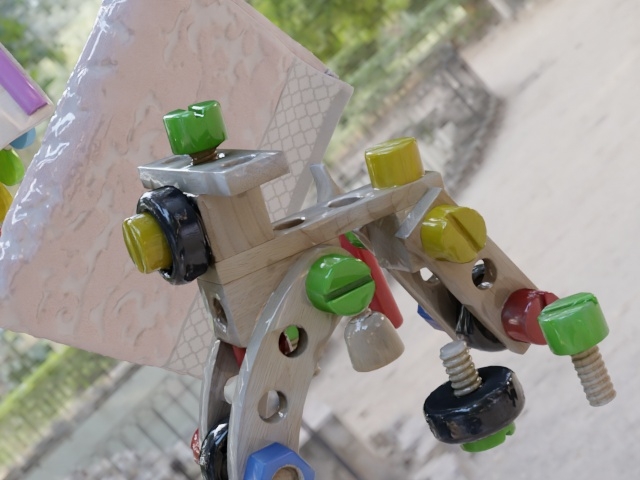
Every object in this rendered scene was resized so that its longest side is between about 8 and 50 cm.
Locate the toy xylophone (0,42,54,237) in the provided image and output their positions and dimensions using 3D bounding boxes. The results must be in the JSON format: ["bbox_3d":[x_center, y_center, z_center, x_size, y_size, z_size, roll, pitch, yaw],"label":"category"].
[{"bbox_3d":[-0.372,-0.051,1.467,0.081,0.236,0.322,-33,-3,-45],"label":"toy xylophone"}]

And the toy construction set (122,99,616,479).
[{"bbox_3d":[0.000,0.000,0.897,0.257,0.237,0.309,-24,12,1],"label":"toy construction set"}]

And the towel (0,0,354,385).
[{"bbox_3d":[-0.121,-0.048,1.225,0.317,0.053,0.332,26,-94,-53],"label":"towel"}]
